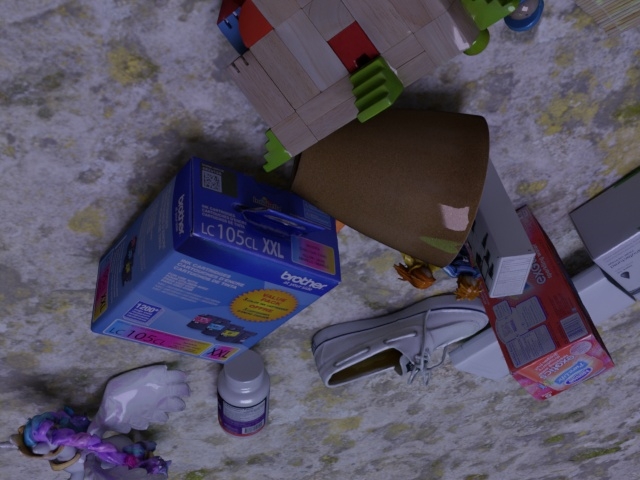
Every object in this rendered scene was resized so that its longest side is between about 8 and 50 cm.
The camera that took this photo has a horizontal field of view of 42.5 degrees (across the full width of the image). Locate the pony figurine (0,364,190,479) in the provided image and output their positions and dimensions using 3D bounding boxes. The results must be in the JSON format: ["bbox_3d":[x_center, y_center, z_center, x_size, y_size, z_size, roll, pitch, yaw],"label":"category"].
[{"bbox_3d":[-0.419,0.428,1.641,0.350,0.303,0.363,-3,153,0],"label":"pony figurine"}]

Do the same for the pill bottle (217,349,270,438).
[{"bbox_3d":[-0.157,0.310,1.673,0.108,0.108,0.194,-5,137,-11],"label":"pill bottle"}]

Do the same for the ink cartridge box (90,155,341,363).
[{"bbox_3d":[-0.153,0.032,1.291,0.269,0.151,0.395,19,138,-32],"label":"ink cartridge box"}]

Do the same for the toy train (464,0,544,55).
[{"bbox_3d":[0.182,-0.296,1.132,0.248,0.105,0.143,-31,153,24],"label":"toy train"}]

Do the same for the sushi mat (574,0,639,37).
[{"bbox_3d":[0.464,-0.363,1.054,0.151,0.019,0.316,30,154,-25],"label":"sushi mat"}]

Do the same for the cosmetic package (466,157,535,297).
[{"bbox_3d":[0.268,-0.032,1.323,0.060,0.239,0.099,-5,137,-10],"label":"cosmetic package"}]

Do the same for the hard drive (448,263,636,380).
[{"bbox_3d":[0.467,0.181,1.725,0.353,0.047,0.233,-35,148,22],"label":"hard drive"}]

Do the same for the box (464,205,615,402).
[{"bbox_3d":[0.378,0.111,1.465,0.154,0.300,0.142,-30,136,16],"label":"box"}]

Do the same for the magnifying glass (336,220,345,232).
[{"bbox_3d":[0.000,0.000,1.443,0.092,0.026,0.231,20,127,-33],"label":"magnifying glass"}]

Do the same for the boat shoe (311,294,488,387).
[{"bbox_3d":[0.171,0.222,1.635,0.366,0.157,0.136,-12,139,-3],"label":"boat shoe"}]

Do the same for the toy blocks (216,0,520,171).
[{"bbox_3d":[0.004,-0.284,0.992,0.381,0.191,0.261,-28,108,37],"label":"toy blocks"}]

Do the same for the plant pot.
[{"bbox_3d":[0.091,-0.104,1.231,0.254,0.237,0.237,14,133,-8],"label":"plant pot"}]

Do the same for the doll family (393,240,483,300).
[{"bbox_3d":[0.214,0.025,1.426,0.262,0.163,0.118,8,134,-24],"label":"doll family"}]

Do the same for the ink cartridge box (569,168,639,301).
[{"bbox_3d":[0.641,-0.004,1.549,0.211,0.122,0.289,-37,134,24],"label":"ink cartridge box"}]
